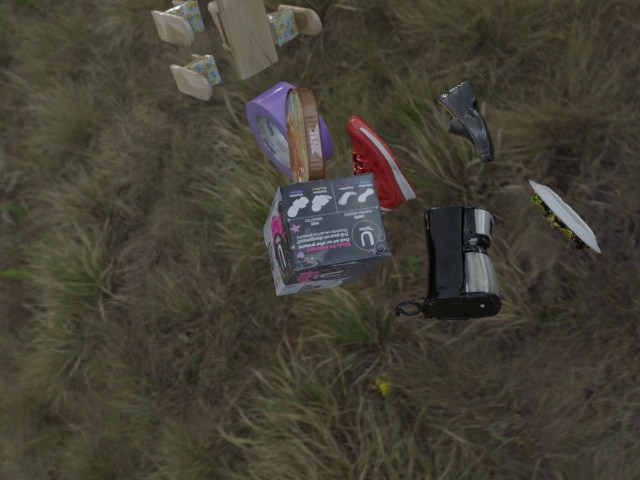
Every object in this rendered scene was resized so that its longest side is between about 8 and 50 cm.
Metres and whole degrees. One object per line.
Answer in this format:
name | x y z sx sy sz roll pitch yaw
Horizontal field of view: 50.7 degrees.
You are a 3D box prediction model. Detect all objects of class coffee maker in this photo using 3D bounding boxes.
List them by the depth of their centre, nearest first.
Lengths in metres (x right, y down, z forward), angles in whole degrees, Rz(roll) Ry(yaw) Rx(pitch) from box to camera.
coffee maker | 0.216 0.035 1.152 0.171 0.120 0.178 6 60 -7

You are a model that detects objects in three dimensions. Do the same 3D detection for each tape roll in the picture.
tape roll | -0.064 -0.223 1.389 0.080 0.189 0.189 -39 56 -17

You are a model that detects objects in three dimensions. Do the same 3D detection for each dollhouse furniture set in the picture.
dollhouse furniture set | -0.167 -0.556 1.508 0.362 0.394 0.256 -37 42 -26

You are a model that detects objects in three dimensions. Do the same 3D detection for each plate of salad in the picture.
plate of salad | 0.483 -0.043 1.356 0.048 0.199 0.200 -45 60 21

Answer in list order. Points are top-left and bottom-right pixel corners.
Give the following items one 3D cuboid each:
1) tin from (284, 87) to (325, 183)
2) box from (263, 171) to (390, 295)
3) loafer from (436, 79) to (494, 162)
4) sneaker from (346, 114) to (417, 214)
tin | -0.028 -0.172 1.185 0.106 0.040 0.190 -155 58 -74
box | 0.000 0.000 1.146 0.163 0.247 0.142 -9 77 -13
loafer | 0.245 -0.191 1.130 0.061 0.062 0.170 -21 52 14
sneaker | 0.080 -0.116 1.231 0.128 0.221 0.087 -37 37 5
